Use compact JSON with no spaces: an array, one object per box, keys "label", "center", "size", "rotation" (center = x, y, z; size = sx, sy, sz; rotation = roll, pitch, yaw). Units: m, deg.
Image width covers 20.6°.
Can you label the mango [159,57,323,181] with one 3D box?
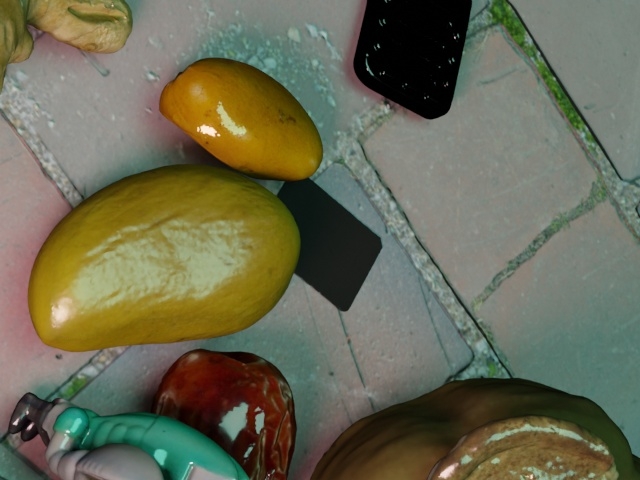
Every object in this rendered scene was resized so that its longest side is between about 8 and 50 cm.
[{"label":"mango","center":[-0.079,-0.136,2.014],"size":[0.217,0.141,0.102],"rotation":[29,108,-33]}]

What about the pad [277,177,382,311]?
[{"label":"pad","center":[0.000,0.000,2.120],"size":[0.157,0.003,0.112],"rotation":[40,64,-22]}]

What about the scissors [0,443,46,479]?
[{"label":"scissors","center":[-0.432,0.157,1.796],"size":[0.447,0.029,0.192],"rotation":[40,64,-22]}]

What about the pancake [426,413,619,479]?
[{"label":"pancake","center":[0.220,0.325,1.799],"size":[0.286,0.033,0.288],"rotation":[24,93,-13]}]

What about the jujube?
[{"label":"jujube","center":[-0.110,0.237,1.933],"size":[0.168,0.168,0.236],"rotation":[0,98,-33]}]

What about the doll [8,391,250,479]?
[{"label":"doll","center":[-0.198,0.251,1.823],"size":[0.195,0.258,0.153],"rotation":[32,76,-42]}]

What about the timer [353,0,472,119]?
[{"label":"timer","center":[0.112,-0.257,2.205],"size":[0.144,0.055,0.187],"rotation":[26,65,-30]}]

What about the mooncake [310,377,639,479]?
[{"label":"mooncake","center":[0.191,0.384,1.950],"size":[0.467,0.262,0.467],"rotation":[-1,97,-11]}]

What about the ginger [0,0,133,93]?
[{"label":"ginger","center":[-0.356,-0.291,1.800],"size":[0.363,0.122,0.348],"rotation":[61,25,-21]}]

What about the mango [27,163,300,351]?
[{"label":"mango","center":[-0.169,0.014,1.925],"size":[0.332,0.142,0.195],"rotation":[-5,79,-34]}]
